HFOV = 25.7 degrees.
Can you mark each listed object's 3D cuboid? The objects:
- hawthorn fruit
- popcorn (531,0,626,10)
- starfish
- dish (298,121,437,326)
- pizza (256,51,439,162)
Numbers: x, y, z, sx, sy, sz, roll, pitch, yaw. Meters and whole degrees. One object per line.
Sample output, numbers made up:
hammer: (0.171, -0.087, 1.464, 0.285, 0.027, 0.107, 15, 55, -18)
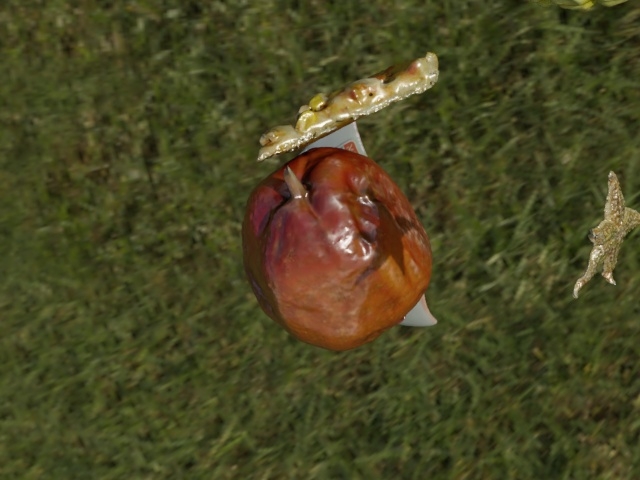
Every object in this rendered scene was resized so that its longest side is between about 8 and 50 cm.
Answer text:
hawthorn fruit: (0.006, 0.009, 1.176, 0.173, 0.179, 0.173, 1, 94, 14)
popcorn: (0.277, -0.377, 1.464, 0.237, 0.293, 0.293, -28, 88, 36)
starfish: (0.182, -0.008, 0.869, 0.016, 0.086, 0.092, 18, 131, 29)
dish: (0.039, -0.018, 1.381, 0.077, 0.151, 0.212, -21, 55, -5)
pizza: (-0.004, -0.102, 1.180, 0.185, 0.176, 0.036, -20, 95, 56)
